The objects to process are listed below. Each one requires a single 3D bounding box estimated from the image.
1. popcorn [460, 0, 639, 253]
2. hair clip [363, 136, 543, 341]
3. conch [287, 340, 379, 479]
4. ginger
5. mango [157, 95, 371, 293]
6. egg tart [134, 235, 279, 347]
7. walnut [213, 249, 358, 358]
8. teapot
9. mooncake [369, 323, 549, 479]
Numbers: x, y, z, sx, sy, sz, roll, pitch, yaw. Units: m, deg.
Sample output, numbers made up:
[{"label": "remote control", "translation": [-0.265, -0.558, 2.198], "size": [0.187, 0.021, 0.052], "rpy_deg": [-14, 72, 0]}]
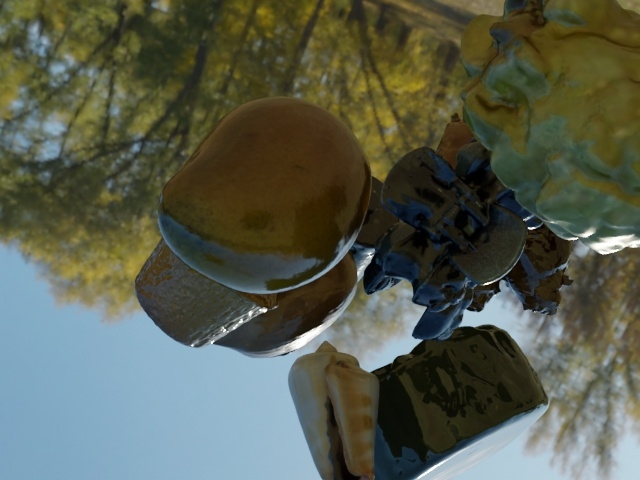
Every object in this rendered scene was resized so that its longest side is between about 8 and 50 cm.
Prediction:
[{"label": "popcorn", "translation": [0.243, -0.118, 0.840], "size": [0.252, 0.215, 0.286], "rpy_deg": [13, -155, -15]}, {"label": "hair clip", "translation": [0.189, -0.015, 1.213], "size": [0.194, 0.310, 0.206], "rpy_deg": [42, -175, 22]}, {"label": "conch", "translation": [0.041, 0.267, 1.400], "size": [0.127, 0.158, 0.255], "rpy_deg": [-2, -112, -37]}, {"label": "ginger", "translation": [0.296, -0.029, 1.610], "size": [0.357, 0.274, 0.152], "rpy_deg": [44, 158, -8]}, {"label": "mango", "translation": [-0.072, -0.060, 1.297], "size": [0.263, 0.221, 0.378], "rpy_deg": [53, -143, 0]}, {"label": "egg tart", "translation": [-0.175, 0.059, 1.427], "size": [0.215, 0.171, 0.215], "rpy_deg": [44, -169, -11]}, {"label": "walnut", "translation": [-0.072, 0.096, 1.668], "size": [0.298, 0.203, 0.203], "rpy_deg": [-28, -147, -14]}, {"label": "teapot", "translation": [0.000, 0.000, 1.899], "size": [0.271, 0.337, 0.200], "rpy_deg": [20, -130, -13]}, {"label": "mooncake", "translation": [0.206, 0.294, 1.615], "size": [0.356, 0.356, 0.194], "rpy_deg": [3, -128, -55]}]
